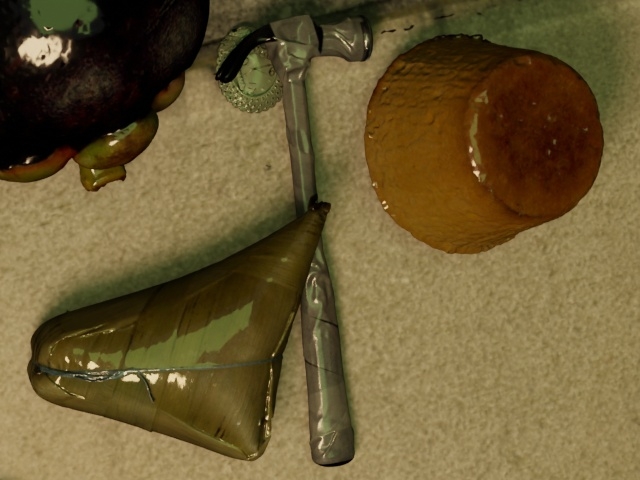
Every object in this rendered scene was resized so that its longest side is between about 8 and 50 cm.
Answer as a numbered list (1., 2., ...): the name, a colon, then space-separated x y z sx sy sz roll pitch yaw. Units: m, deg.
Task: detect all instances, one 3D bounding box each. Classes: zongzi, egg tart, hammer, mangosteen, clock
1. zongzi: -0.128 0.053 1.594 0.228 0.115 0.256 17 97 -9
2. egg tart: 0.161 -0.092 1.651 0.215 0.171 0.215 0 91 -28
3. hammer: 0.000 0.000 1.671 0.152 0.044 0.427 -9 92 -18
4. mangosteen: -0.224 -0.171 1.547 0.275 0.275 0.302 -20 125 -12
5. clock: -0.063 -0.162 1.684 0.074 0.010 0.083 7 87 -14
